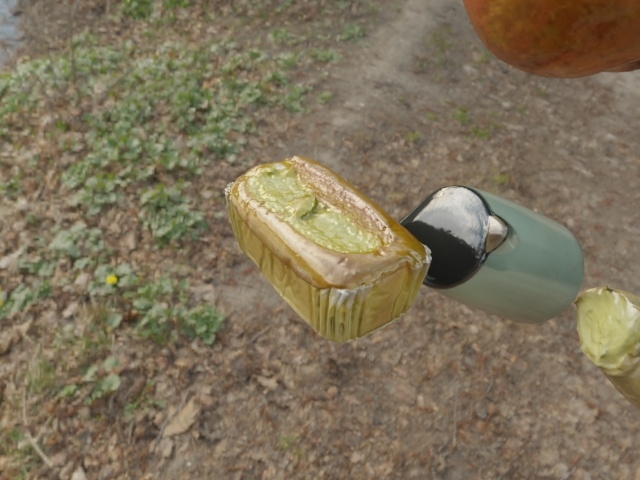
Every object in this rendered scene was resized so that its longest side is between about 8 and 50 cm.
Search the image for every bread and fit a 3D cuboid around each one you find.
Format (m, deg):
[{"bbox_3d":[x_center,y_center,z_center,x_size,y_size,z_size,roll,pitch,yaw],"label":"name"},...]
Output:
[{"bbox_3d":[0.000,0.000,1.021,0.152,0.119,0.288,-21,43,-27],"label":"bread"}]

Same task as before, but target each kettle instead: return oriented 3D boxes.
[{"bbox_3d":[0.219,0.024,1.153,0.240,0.165,0.255,-6,-15,43],"label":"kettle"}]

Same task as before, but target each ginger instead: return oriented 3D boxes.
[{"bbox_3d":[0.423,0.149,0.964,0.267,0.138,0.152,24,-1,21],"label":"ginger"}]

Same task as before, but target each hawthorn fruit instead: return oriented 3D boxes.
[{"bbox_3d":[0.423,-0.435,1.135,0.471,0.472,0.472,10,38,-8],"label":"hawthorn fruit"}]
